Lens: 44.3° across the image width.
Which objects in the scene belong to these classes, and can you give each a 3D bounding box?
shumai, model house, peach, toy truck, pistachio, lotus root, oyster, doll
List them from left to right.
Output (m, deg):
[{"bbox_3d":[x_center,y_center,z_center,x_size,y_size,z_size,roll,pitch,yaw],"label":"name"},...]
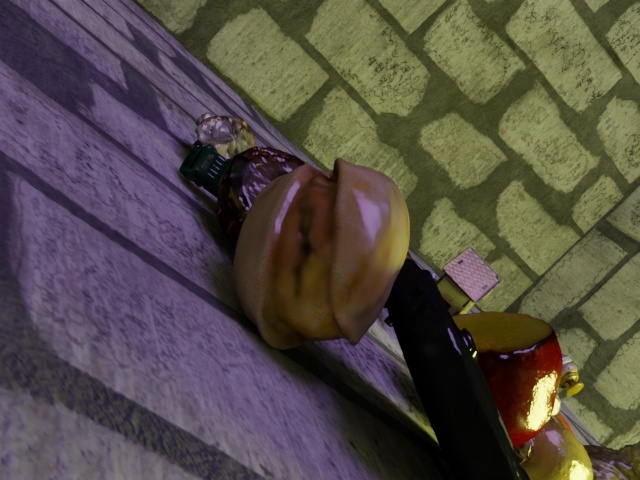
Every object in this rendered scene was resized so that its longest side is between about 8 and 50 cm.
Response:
[{"bbox_3d":[-0.160,-0.098,1.322,0.147,0.065,0.079,38,-18,-26],"label":"toy truck"},{"bbox_3d":[-0.164,-0.173,1.539,0.201,0.107,0.354,46,-2,-18],"label":"oyster"},{"bbox_3d":[0.009,0.011,1.038,0.230,0.230,0.309,41,35,-20],"label":"pistachio"},{"bbox_3d":[0.358,0.135,2.148,0.169,0.244,0.326,49,10,15],"label":"model house"},{"bbox_3d":[0.292,0.233,1.346,0.275,0.249,0.245,4,63,-65],"label":"peach"},{"bbox_3d":[0.440,0.420,1.503,0.303,0.131,0.146,36,10,-44],"label":"lotus root"},{"bbox_3d":[0.555,0.304,1.835,0.084,0.073,0.127,89,-22,-49],"label":"doll"},{"bbox_3d":[0.683,0.517,1.774,0.267,0.262,0.314,44,6,-9],"label":"shumai"}]

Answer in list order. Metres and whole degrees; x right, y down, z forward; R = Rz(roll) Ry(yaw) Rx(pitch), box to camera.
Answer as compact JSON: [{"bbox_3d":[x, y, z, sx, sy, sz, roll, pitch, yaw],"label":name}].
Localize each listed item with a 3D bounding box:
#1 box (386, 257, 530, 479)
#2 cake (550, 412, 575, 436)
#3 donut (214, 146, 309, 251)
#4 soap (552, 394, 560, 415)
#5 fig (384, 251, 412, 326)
[{"bbox_3d":[0.182,0.216,1.044,0.350,0.091,0.359,-106,172,-75],"label":"box"},{"bbox_3d":[0.580,0.476,2.057,0.287,0.098,0.135,54,13,27],"label":"cake"},{"bbox_3d":[-0.070,-0.036,1.231,0.216,0.096,0.230,12,53,-39],"label":"donut"},{"bbox_3d":[0.411,0.314,1.820,0.261,0.156,0.446,46,9,9],"label":"soap"},{"bbox_3d":[0.138,0.087,1.739,0.170,0.145,0.274,37,24,-32],"label":"fig"}]
